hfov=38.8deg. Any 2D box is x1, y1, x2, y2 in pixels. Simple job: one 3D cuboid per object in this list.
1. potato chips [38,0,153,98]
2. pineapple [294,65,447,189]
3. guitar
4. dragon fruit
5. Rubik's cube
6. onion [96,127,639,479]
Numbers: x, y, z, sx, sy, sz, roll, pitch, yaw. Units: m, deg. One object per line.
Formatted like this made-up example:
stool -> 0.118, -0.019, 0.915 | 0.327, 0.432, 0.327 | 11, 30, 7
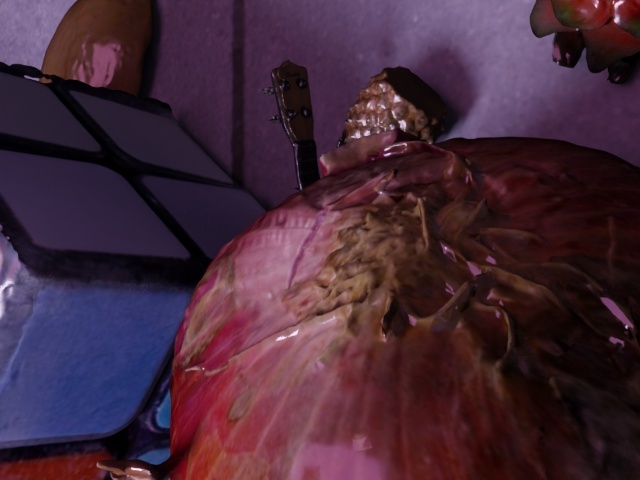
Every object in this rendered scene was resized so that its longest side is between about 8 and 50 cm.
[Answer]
potato chips -> -0.257, -0.190, 0.991 | 0.208, 0.061, 0.195 | -38, 60, 33
pineapple -> 0.032, -0.062, 0.724 | 0.159, 0.074, 0.074 | -53, 55, 33
guitar -> -0.002, 0.000, 0.689 | 0.038, 0.084, 0.271 | -12, 94, 41
dragon fruit -> 0.190, -0.176, 0.568 | 0.142, 0.121, 0.130 | 9, 83, 65
Rubik's cube -> -0.229, 0.063, 0.768 | 0.313, 0.316, 0.318 | 44, 114, 35
onion -> 0.065, 0.092, 0.497 | 0.353, 0.353, 0.354 | -6, 81, 40
